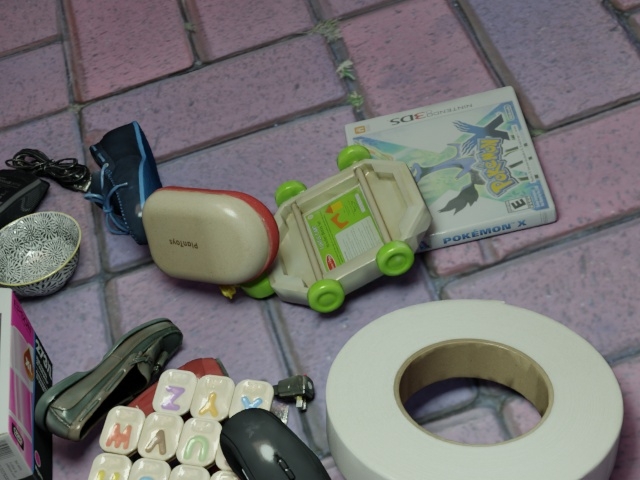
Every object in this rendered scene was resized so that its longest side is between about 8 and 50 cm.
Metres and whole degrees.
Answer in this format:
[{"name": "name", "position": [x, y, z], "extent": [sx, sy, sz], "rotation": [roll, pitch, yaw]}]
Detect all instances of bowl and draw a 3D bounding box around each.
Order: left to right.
[{"name": "bowl", "position": [-0.462, 0.038, 2.229], "extent": [0.170, 0.080, 0.170], "rotation": [-9, 43, 8]}]

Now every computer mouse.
[{"name": "computer mouse", "position": [-0.546, -0.063, 2.379], "extent": [0.188, 0.072, 0.272], "rotation": [18, 40, 35]}, {"name": "computer mouse", "position": [-0.006, 0.298, 1.770], "extent": [0.184, 0.060, 0.262], "rotation": [-28, 63, -15]}]

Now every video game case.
[{"name": "video game case", "position": [0.203, -0.115, 2.214], "extent": [0.300, 0.036, 0.329], "rotation": [-13, 43, 4]}]

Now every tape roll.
[{"name": "tape roll", "position": [0.199, 0.220, 1.774], "extent": [0.392, 0.072, 0.392], "rotation": [-1, 37, 1]}]

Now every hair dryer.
[{"name": "hair dryer", "position": [-0.165, 0.259, 1.902], "extent": [0.293, 0.080, 0.223], "rotation": [1, 46, 19]}]

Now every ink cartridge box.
[{"name": "ink cartridge box", "position": [-0.447, 0.204, 1.977], "extent": [0.069, 0.175, 0.371], "rotation": [-17, 42, 0]}]

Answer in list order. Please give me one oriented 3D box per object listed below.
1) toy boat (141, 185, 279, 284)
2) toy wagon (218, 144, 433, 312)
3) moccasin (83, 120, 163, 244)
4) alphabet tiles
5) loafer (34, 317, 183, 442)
[{"name": "toy boat", "position": [-0.154, -0.022, 2.098], "extent": [0.231, 0.151, 0.151], "rotation": [6, 27, 39]}, {"name": "toy wagon", "position": [0.000, 0.000, 2.107], "extent": [0.344, 0.068, 0.267], "rotation": [-29, 41, 9]}, {"name": "moccasin", "position": [-0.330, -0.080, 2.298], "extent": [0.117, 0.137, 0.342], "rotation": [-22, 28, 0]}, {"name": "alphabet tiles", "position": [-0.172, 0.307, 1.836], "extent": [0.284, 0.021, 0.278], "rotation": [7, 62, 14]}, {"name": "loafer", "position": [-0.289, 0.210, 1.971], "extent": [0.084, 0.096, 0.267], "rotation": [28, 45, 30]}]
